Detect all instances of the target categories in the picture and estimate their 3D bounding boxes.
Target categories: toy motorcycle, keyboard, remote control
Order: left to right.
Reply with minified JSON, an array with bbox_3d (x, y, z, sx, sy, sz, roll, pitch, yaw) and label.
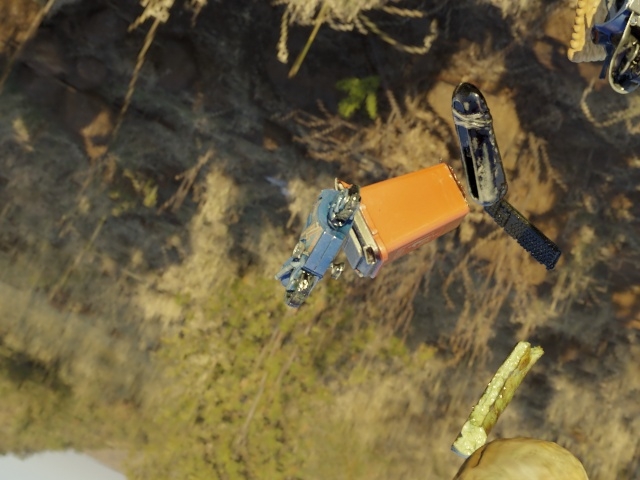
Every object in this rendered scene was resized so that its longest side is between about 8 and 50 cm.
[{"bbox_3d":[0.000,0.000,1.330,0.076,0.205,0.114,26,-164,-14],"label":"toy motorcycle"},{"bbox_3d":[0.290,-0.173,1.737,0.090,0.066,0.266,20,144,42],"label":"remote control"},{"bbox_3d":[0.463,-0.026,2.145,0.231,0.023,0.072,47,148,27],"label":"keyboard"},{"bbox_3d":[0.532,-0.400,1.474,0.125,0.358,0.212,23,-176,-10],"label":"toy motorcycle"}]

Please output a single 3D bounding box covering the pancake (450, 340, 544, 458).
[{"bbox_3d":[0.293,0.244,1.493,0.054,0.376,0.197,30,125,15],"label":"pancake"}]

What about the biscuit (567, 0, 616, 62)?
[{"bbox_3d":[0.524,-0.439,1.638,0.030,0.160,0.249,-122,28,-52],"label":"biscuit"}]

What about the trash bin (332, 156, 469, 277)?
[{"bbox_3d":[0.146,-0.059,1.783,0.184,0.239,0.161,63,167,13],"label":"trash bin"}]

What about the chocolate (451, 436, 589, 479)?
[{"bbox_3d":[0.131,0.259,0.709,0.134,0.309,0.134,16,121,27],"label":"chocolate"}]
